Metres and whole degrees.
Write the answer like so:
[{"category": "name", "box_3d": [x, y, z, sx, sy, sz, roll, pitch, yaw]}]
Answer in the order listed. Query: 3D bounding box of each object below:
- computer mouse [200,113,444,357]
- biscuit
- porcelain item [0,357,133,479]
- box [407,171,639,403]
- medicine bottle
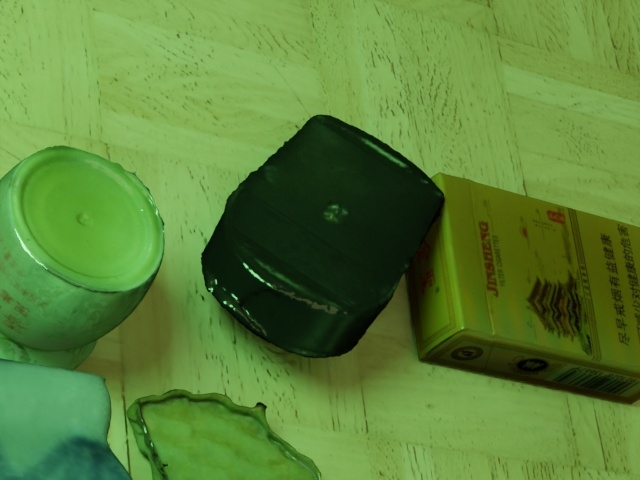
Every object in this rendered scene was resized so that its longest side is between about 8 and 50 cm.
[{"category": "computer mouse", "box_3d": [-0.002, 0.004, 1.787, 0.168, 0.087, 0.295, 34, 41, 4]}, {"category": "biscuit", "box_3d": [-0.054, 0.251, 1.629, 0.187, 0.036, 0.274, 2, 62, -37]}, {"category": "porcelain item", "box_3d": [-0.212, 0.292, 1.379, 0.242, 0.178, 0.405, 11, 57, -34]}, {"category": "box", "box_3d": [0.213, 0.049, 1.936, 0.274, 0.076, 0.174, 13, 55, -32]}, {"category": "medicine bottle", "box_3d": [-0.214, 0.019, 1.573, 0.147, 0.143, 0.147, 20, 48, -24]}]
